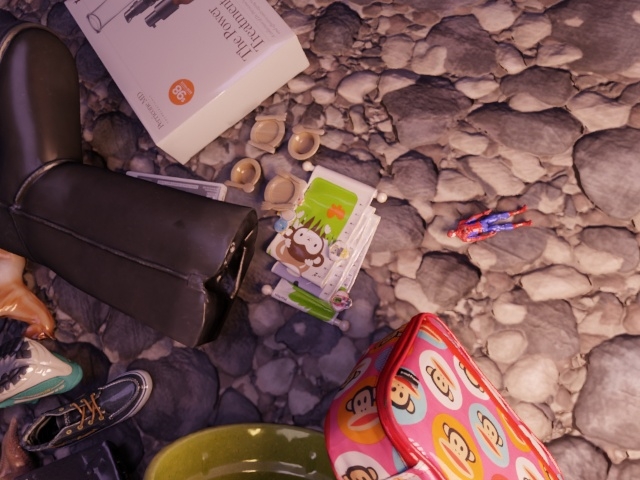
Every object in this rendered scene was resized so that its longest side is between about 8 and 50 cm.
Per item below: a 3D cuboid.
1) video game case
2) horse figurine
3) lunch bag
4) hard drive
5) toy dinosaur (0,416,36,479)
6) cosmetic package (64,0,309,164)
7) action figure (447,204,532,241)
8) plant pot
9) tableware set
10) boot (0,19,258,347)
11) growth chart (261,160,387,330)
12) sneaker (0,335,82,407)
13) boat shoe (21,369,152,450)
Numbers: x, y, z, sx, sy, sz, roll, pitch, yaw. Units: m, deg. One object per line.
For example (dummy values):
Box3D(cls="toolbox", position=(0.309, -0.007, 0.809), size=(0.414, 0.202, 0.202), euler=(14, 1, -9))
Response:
Box3D(cls="video game case", position=(-0.265, -0.024, 0.768), size=(0.190, 0.022, 0.173), euler=(9, 79, 14))
Box3D(cls="horse figurine", position=(-0.564, 0.067, 0.772), size=(0.174, 0.066, 0.263), euler=(-14, 61, -22))
Box3D(cls="lunch bag", position=(0.153, 0.234, 0.503), size=(0.120, 0.258, 0.293), euler=(-40, 87, 28))
Box3D(cls="hard drive", position=(-0.330, 0.435, 0.650), size=(0.172, 0.054, 0.255), euler=(-23, 75, 3))
Box3D(cls="toy dinosaur", position=(-0.495, 0.422, 0.668), size=(0.200, 0.127, 0.296), euler=(29, 68, 7))
Box3D(cls="cosmetic package", position=(-0.243, -0.367, 0.809), size=(0.284, 0.097, 0.377), euler=(-38, 72, 4))
Box3D(cls="action figure", position=(0.239, -0.022, 0.654), size=(0.115, 0.030, 0.038), euler=(-16, 79, 10))
Box3D(cls="plant pot", position=(-0.070, 0.387, 0.521), size=(0.276, 0.276, 0.254), euler=(7, 91, 14))
Box3D(cls="tableware set", position=(-0.076, -0.131, 0.743), size=(0.141, 0.020, 0.169), euler=(20, 82, 25))
Box3D(cls="boot", position=(-0.297, -0.088, 0.672), size=(0.445, 0.146, 0.367), euler=(21, 105, 19))
Box3D(cls="growth chart", position=(0.000, 0.000, 0.705), size=(0.172, 0.021, 0.237), euler=(16, 80, 17))
Box3D(cls="sneaker", position=(-0.491, 0.230, 0.715), size=(0.275, 0.110, 0.107), euler=(-17, 55, 26))
Box3D(cls="boat shoe", position=(-0.346, 0.259, 0.686), size=(0.183, 0.083, 0.065), euler=(-34, 72, 3))
